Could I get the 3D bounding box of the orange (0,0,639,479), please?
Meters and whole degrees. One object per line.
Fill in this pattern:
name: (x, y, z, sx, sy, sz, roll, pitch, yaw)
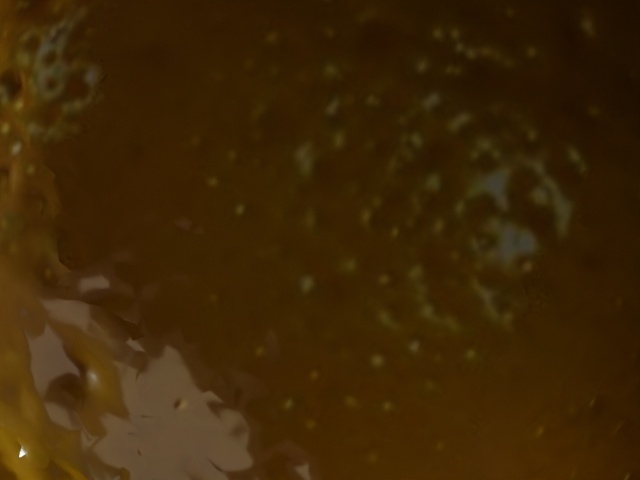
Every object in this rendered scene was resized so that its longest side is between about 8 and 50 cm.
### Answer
orange: (0.000, 0.000, 0.640, 0.340, 0.293, 0.340, 21, 171, 3)
